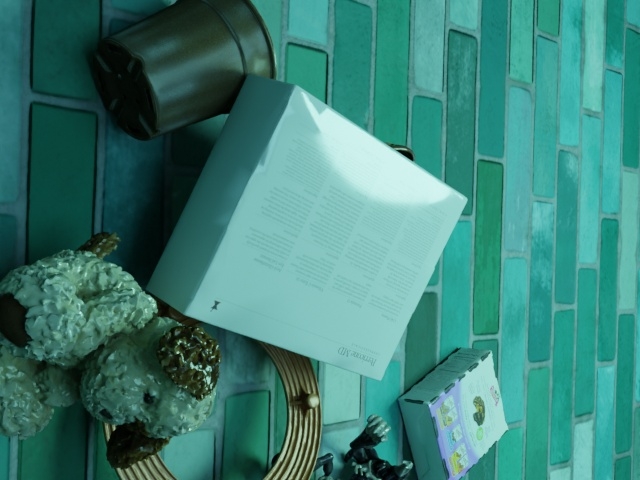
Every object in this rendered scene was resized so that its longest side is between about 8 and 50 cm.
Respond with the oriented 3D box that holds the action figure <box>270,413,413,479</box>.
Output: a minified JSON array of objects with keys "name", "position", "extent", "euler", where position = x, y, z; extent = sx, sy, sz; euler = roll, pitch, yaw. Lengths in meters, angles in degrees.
[{"name":"action figure","position":[0.063,0.353,1.354],"extent":[0.275,0.141,0.164],"euler":[4,55,-43]}]

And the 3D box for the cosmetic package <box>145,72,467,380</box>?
[{"name":"cosmetic package","position":[0.000,0.000,1.173],"extent":[0.377,0.097,0.284],"euler":[27,87,-46]}]

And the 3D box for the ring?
[{"name":"ring","position":[-0.121,0.212,1.177],"extent":[0.336,0.032,0.337],"euler":[14,67,-37]}]

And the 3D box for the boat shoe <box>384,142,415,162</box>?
[{"name":"boat shoe","position":[0.010,-0.071,1.307],"extent":[0.342,0.123,0.123],"euler":[-25,108,-44]}]

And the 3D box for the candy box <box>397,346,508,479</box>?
[{"name":"candy box","position":[0.233,0.301,1.594],"extent":[0.196,0.070,0.165],"euler":[-30,112,-42]}]

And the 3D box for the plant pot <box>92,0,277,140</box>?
[{"name":"plant pot","position":[-0.166,-0.205,1.098],"extent":[0.165,0.167,0.167],"euler":[-33,114,-34]}]

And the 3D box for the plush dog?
[{"name":"plush dog","position":[-0.208,0.117,0.955],"extent":[0.225,0.262,0.210],"euler":[38,46,2]}]
